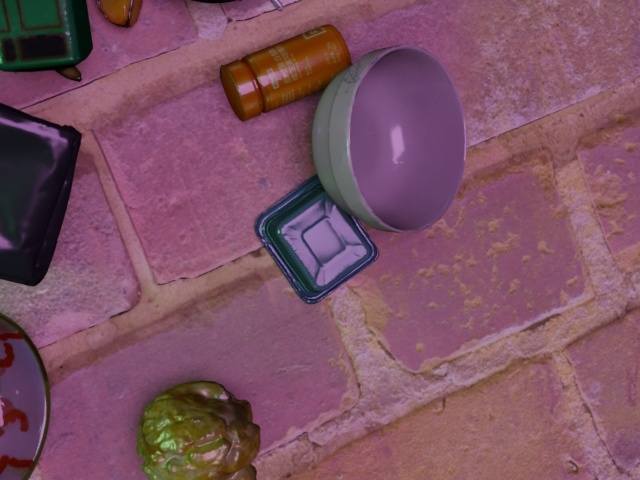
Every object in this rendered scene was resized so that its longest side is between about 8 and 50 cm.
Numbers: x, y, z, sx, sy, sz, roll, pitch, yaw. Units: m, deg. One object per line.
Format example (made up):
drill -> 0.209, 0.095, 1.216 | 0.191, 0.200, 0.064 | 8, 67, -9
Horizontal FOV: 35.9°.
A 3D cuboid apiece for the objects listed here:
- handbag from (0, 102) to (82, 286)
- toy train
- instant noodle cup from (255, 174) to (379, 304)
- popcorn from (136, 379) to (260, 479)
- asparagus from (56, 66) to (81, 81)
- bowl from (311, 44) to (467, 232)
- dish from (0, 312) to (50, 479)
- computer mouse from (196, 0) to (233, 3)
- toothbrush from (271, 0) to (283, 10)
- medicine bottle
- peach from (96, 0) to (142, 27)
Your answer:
handbag -> -0.499, -0.104, 1.390 | 0.302, 0.178, 0.275 | 18, 102, -14
toy train -> -0.475, -0.349, 1.355 | 0.429, 0.178, 0.249 | -7, 110, 0
instant noodle cup -> 0.000, 0.000, 1.596 | 0.157, 0.070, 0.179 | -36, 103, -10
popcorn -> -0.176, 0.319, 1.501 | 0.198, 0.198, 0.212 | -38, 110, -11
asparagus -> -0.457, -0.307, 1.468 | 0.236, 0.027, 0.034 | 32, 98, -15
bowl -> 0.090, -0.155, 1.544 | 0.287, 0.144, 0.287 | -2, 92, -46
dish -> -0.546, 0.246, 1.386 | 0.324, 0.124, 0.324 | -4, 96, -54
computer mouse -> -0.218, -0.424, 1.490 | 0.264, 0.088, 0.147 | 21, 60, -20
toothbrush -> -0.110, -0.432, 1.571 | 0.162, 0.014, 0.017 | 48, 65, -13
medicine bottle -> -0.053, -0.265, 1.552 | 0.192, 0.096, 0.096 | -23, 99, -14
peach -> -0.298, -0.367, 1.498 | 0.077, 0.050, 0.083 | -31, 92, 9
